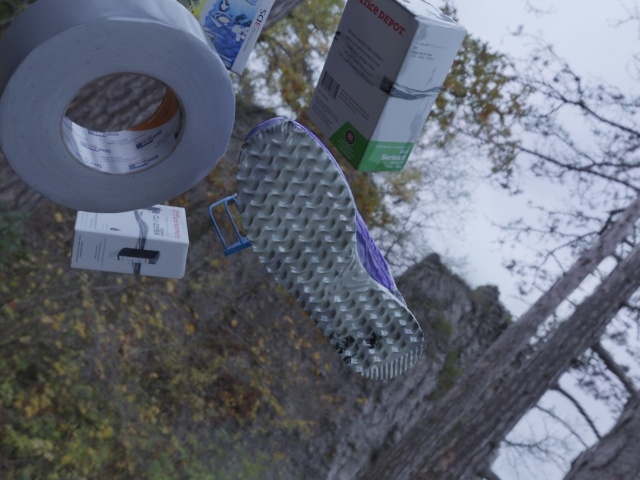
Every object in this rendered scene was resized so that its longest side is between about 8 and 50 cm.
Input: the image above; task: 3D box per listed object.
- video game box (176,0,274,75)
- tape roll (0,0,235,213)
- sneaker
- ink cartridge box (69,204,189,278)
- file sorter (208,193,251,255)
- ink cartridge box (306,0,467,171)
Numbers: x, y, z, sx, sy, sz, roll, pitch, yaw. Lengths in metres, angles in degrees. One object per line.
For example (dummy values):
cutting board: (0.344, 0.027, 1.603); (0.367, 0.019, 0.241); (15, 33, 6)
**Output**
video game box: (-0.211, -0.454, 1.298); (0.205, 0.187, 0.048); (22, 8, -19)
tape roll: (-0.195, -0.130, 0.637); (0.072, 0.219, 0.219); (62, -1, 38)
sneaker: (-0.001, 0.001, 0.669); (0.293, 0.102, 0.146); (61, 4, -28)
ink cartridge box: (-0.479, -0.010, 1.673); (0.273, 0.114, 0.197); (8, 27, -20)
file sorter: (-0.116, -0.057, 1.306); (0.104, 0.170, 0.118); (66, 26, -8)
ink cartridge box: (0.110, -0.300, 1.200); (0.211, 0.122, 0.289); (55, -46, 39)
